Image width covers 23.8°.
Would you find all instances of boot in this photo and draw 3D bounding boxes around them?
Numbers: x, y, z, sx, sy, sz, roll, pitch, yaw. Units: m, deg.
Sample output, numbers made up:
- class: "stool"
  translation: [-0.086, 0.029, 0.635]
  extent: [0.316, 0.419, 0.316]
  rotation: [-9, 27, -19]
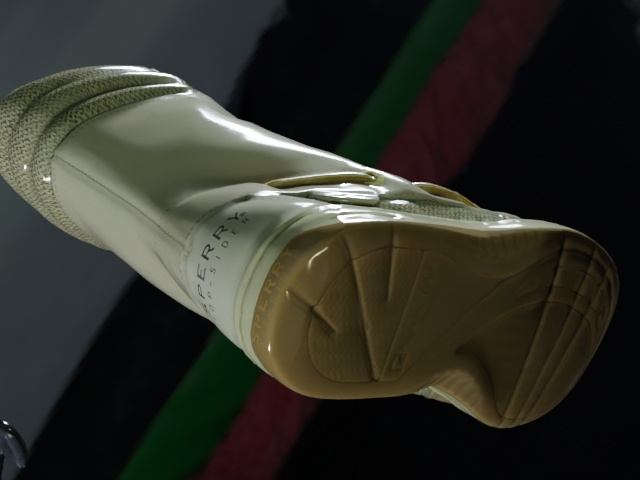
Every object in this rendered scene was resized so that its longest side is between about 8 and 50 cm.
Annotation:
- class: "boot"
  translation: [0.000, 0.000, 0.678]
  extent: [0.203, 0.262, 0.095]
  rotation: [28, -77, 37]

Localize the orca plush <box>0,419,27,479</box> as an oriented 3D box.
- class: "orca plush"
  translation: [-0.308, 0.160, 1.364]
  extent: [0.151, 0.287, 0.102]
  rotation: [-4, -130, 23]
